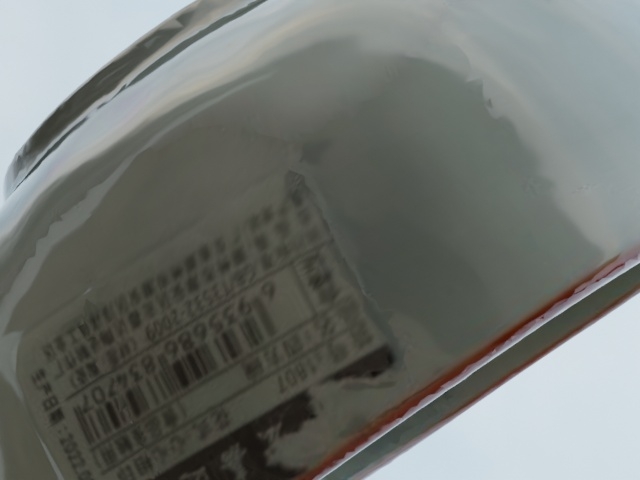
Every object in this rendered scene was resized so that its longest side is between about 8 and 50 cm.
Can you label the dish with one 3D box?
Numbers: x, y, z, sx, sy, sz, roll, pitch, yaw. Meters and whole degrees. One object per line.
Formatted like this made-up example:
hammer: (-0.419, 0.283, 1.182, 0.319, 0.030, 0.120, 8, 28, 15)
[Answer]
dish: (0.000, 0.000, 0.532, 0.117, 0.256, 0.256, 56, -47, 8)
